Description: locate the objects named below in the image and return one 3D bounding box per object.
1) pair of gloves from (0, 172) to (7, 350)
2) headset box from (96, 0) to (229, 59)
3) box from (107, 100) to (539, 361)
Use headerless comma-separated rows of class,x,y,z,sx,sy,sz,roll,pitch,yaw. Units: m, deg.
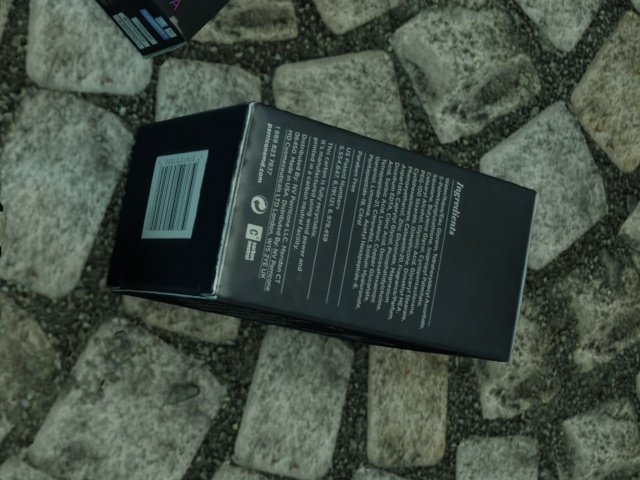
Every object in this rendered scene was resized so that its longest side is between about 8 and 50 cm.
pair of gloves,-0.343,0.021,1.238,0.042,0.240,0.204,-1,90,-12
headset box,-0.167,-0.402,1.414,0.283,0.131,0.246,-48,113,-23
box,0.000,0.000,1.415,0.395,0.293,0.212,14,83,-30
